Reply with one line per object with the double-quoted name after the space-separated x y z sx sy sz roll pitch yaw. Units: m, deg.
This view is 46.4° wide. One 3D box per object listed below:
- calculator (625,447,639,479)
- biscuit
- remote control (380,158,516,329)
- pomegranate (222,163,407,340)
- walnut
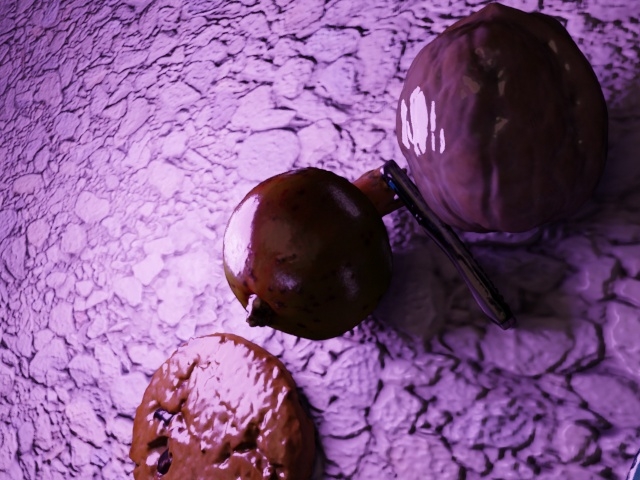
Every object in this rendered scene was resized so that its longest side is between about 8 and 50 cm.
0.329 0.270 0.548 0.248 0.058 0.274 21 86 42 "calculator"
-0.137 0.254 0.931 0.296 0.075 0.296 -15 64 35 "biscuit"
0.131 0.003 0.775 0.028 0.059 0.212 -35 72 2 "remote control"
0.011 0.004 0.841 0.246 0.198 0.198 -21 54 -5 "pomegranate"
0.172 -0.114 0.719 0.224 0.224 0.224 -16 64 35 "walnut"
